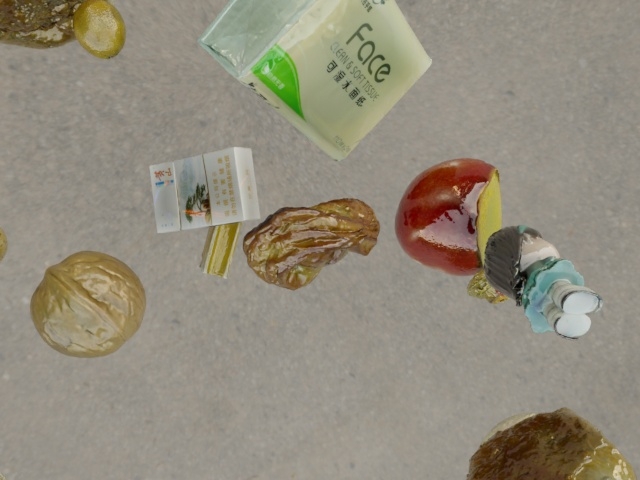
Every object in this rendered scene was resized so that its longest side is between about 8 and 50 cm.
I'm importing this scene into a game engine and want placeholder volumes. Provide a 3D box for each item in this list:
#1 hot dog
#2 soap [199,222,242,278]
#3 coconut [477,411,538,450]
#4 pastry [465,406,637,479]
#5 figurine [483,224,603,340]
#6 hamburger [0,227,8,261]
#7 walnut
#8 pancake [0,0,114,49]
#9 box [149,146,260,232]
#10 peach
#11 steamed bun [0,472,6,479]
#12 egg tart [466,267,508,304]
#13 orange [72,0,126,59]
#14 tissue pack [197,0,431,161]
[{"bbox_3d":[0.000,0.003,0.960,0.175,0.259,0.114,-34,80,28],"label":"hot dog"},{"bbox_3d":[-0.233,-0.032,1.453,0.073,0.140,0.231,14,89,-12],"label":"soap"},{"bbox_3d":[0.297,0.329,0.796,0.171,0.183,0.170,-2,121,-4],"label":"coconut"},{"bbox_3d":[0.199,0.216,0.535,0.153,0.153,0.081,-38,107,4],"label":"pastry"},{"bbox_3d":[0.142,0.029,0.397,0.047,0.106,0.060,-11,112,-3],"label":"figurine"},{"bbox_3d":[-0.693,0.000,1.165,0.137,0.175,0.175,38,100,26],"label":"hamburger"},{"bbox_3d":[-0.480,0.131,1.246,0.228,0.228,0.227,-2,105,-7],"label":"walnut"},{"bbox_3d":[-0.503,-0.414,1.052,0.283,0.282,0.048,-16,81,-3],"label":"pancake"},{"bbox_3d":[-0.244,-0.101,1.249,0.233,0.067,0.149,-7,89,29],"label":"box"},{"bbox_3d":[0.277,-0.048,1.272,0.245,0.274,0.248,-16,69,8],"label":"peach"},{"bbox_3d":[-0.381,0.302,0.450,0.230,0.372,0.324,-31,110,-12],"label":"steamed bun"},{"bbox_3d":[0.309,0.069,1.018,0.130,0.130,0.052,-24,63,0],"label":"egg tart"},{"bbox_3d":[-0.368,-0.353,1.008,0.085,0.085,0.095,-19,110,-2],"label":"orange"},{"bbox_3d":[0.009,-0.395,1.260,0.332,0.205,0.405,-47,149,8],"label":"tissue pack"}]
